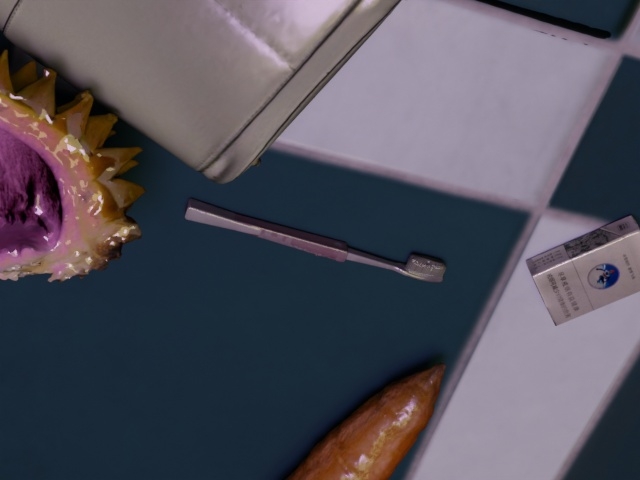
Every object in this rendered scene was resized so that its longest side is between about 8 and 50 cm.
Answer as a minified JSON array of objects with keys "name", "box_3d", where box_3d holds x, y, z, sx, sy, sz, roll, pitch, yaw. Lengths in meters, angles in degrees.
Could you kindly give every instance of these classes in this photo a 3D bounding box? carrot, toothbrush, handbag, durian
[{"name":"carrot","box_3d":[0.034,0.170,0.816,0.072,0.072,0.205,31,112,-22]},{"name":"toothbrush","box_3d":[-0.001,0.002,0.737,0.194,0.014,0.017,13,120,-12]},{"name":"handbag","box_3d":[-0.107,-0.198,0.583,0.315,0.109,0.241,41,110,-11]},{"name":"durian","box_3d":[-0.274,-0.055,0.616,0.341,0.112,0.191,-9,120,7]}]

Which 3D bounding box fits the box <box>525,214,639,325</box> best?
[{"name":"box","box_3d":[0.199,0.023,0.762,0.083,0.024,0.054,-24,119,11]}]
